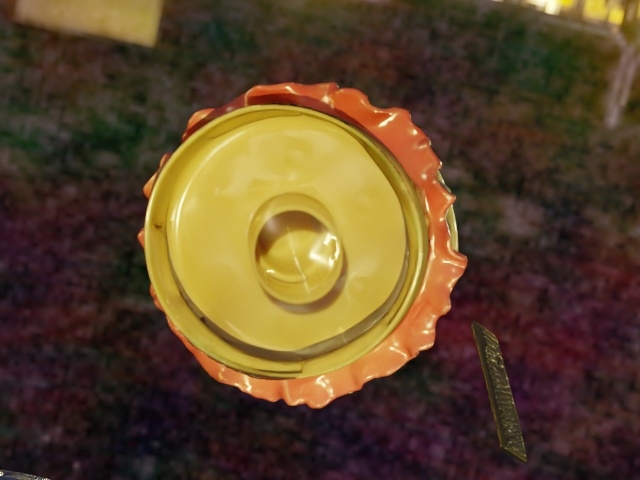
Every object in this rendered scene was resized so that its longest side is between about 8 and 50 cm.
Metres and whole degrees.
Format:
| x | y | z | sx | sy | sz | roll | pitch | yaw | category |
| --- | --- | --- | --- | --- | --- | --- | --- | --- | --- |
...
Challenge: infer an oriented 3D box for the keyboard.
| x | y | z | sx | sy | sz | roll | pitch | yaw | category |
| --- | --- | --- | --- | --- | --- | --- | --- | --- | --- |
| 0.185 | 0.155 | 1.718 | 0.053 | 0.010 | 0.155 | 35 | 35 | -46 | keyboard |

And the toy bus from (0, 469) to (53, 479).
| x | y | z | sx | sy | sz | roll | pitch | yaw | category |
| --- | --- | --- | --- | --- | --- | --- | --- | --- | --- |
| -0.189 | 0.174 | 0.897 | 0.079 | 0.094 | 0.236 | 14 | -4 | 8 | toy bus |

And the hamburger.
| x | y | z | sx | sy | sz | roll | pitch | yaw | category |
| --- | --- | --- | --- | --- | --- | --- | --- | --- | --- |
| -0.003 | -0.001 | 0.876 | 0.175 | 0.175 | 0.137 | 16 | 6 | 15 | hamburger |
